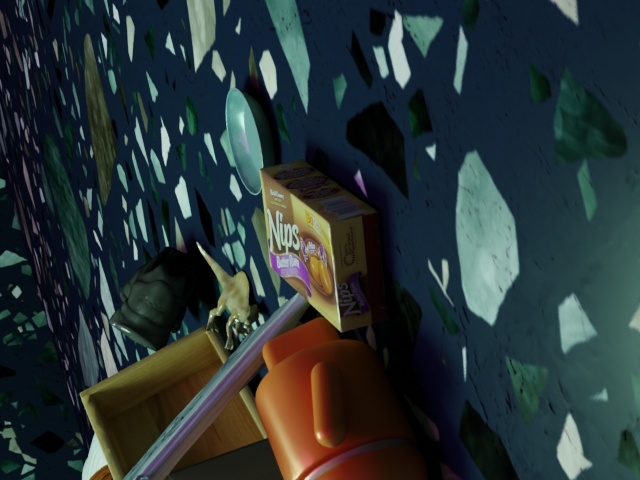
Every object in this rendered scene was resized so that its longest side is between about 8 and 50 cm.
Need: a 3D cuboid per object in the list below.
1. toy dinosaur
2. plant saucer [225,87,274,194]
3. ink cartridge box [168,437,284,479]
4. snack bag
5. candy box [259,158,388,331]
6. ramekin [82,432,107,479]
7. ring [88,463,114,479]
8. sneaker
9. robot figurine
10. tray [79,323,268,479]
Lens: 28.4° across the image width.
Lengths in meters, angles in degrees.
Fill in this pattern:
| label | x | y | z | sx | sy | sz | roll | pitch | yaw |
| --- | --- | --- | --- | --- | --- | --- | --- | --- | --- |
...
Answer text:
| label | x | y | z | sx | sy | sz | roll | pitch | yaw |
| --- | --- | --- | --- | --- | --- | --- | --- | --- | --- |
| toy dinosaur | -0.110 | 0.077 | 1.604 | 0.183 | 0.053 | 0.092 | 48 | 130 | 52 |
| plant saucer | -0.074 | -0.110 | 1.382 | 0.119 | 0.021 | 0.119 | 167 | 90 | -72 |
| ink cartridge box | -0.053 | 0.278 | 1.360 | 0.235 | 0.171 | 0.056 | -156 | 52 | -67 |
| snack bag | -0.129 | 0.192 | 1.336 | 0.037 | 0.323 | 0.342 | 42 | 161 | -1 |
| candy box | 0.000 | 0.000 | 1.197 | 0.187 | 0.053 | 0.109 | -142 | 42 | -60 |
| ramekin | -0.273 | 0.351 | 2.018 | 0.207 | 0.207 | 0.109 | -124 | 36 | -46 |
| ring | -0.176 | 0.422 | 1.646 | 0.032 | 0.337 | 0.336 | -49 | 48 | 24 |
| sneaker | -0.223 | 0.068 | 1.833 | 0.130 | 0.109 | 0.286 | -58 | 11 | 7 |
| robot figurine | 0.018 | 0.179 | 1.151 | 0.158 | 0.128 | 0.219 | -58 | 46 | 42 |
| tray | -0.147 | 0.289 | 1.581 | 0.411 | 0.203 | 0.076 | 53 | 169 | 49 |
